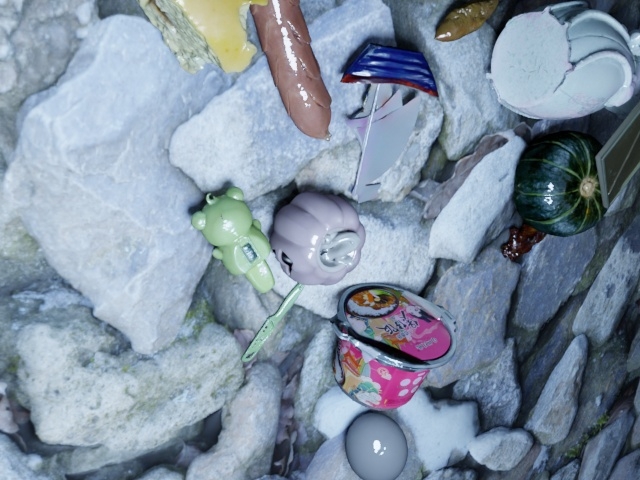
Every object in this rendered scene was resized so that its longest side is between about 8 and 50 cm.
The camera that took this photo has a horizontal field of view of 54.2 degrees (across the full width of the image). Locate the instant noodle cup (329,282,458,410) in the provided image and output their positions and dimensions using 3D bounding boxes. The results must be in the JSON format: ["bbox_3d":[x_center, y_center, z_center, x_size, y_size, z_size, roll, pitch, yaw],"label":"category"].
[{"bbox_3d":[0.134,0.237,1.317,0.302,0.258,0.181,6,121,-23],"label":"instant noodle cup"}]

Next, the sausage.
[{"bbox_3d":[-0.062,-0.347,1.014,0.088,0.088,0.433,-32,124,-19],"label":"sausage"}]

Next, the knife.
[{"bbox_3d":[-0.093,0.160,1.257,0.030,0.014,0.207,37,88,-41],"label":"knife"}]

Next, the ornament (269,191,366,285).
[{"bbox_3d":[-0.001,0.000,1.154,0.177,0.177,0.177,-14,117,-29],"label":"ornament"}]

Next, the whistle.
[{"bbox_3d":[-0.142,0.005,1.110,0.105,0.085,0.227,-39,125,-14],"label":"whistle"}]

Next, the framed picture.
[{"bbox_3d":[0.694,-0.218,1.377,0.265,0.018,0.192,-49,139,-10],"label":"framed picture"}]

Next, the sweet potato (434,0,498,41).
[{"bbox_3d":[0.298,-0.444,1.230,0.206,0.060,0.068,-39,162,-26],"label":"sweet potato"}]

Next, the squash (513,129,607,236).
[{"bbox_3d":[0.572,-0.131,1.476,0.252,0.165,0.252,-6,103,-25],"label":"squash"}]

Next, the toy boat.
[{"bbox_3d":[0.141,-0.231,1.214,0.219,0.072,0.318,-25,125,-20],"label":"toy boat"}]

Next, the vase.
[{"bbox_3d":[0.574,-0.371,1.349,0.445,0.250,0.250,-7,114,-37],"label":"vase"}]

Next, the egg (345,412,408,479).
[{"bbox_3d":[0.132,0.493,1.472,0.146,0.146,0.198,-26,129,-23],"label":"egg"}]

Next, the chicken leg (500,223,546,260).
[{"bbox_3d":[0.535,-0.025,1.580,0.219,0.048,0.089,-38,125,-16],"label":"chicken leg"}]

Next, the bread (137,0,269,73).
[{"bbox_3d":[-0.153,-0.381,0.877,0.211,0.184,0.224,-50,131,-13],"label":"bread"}]
